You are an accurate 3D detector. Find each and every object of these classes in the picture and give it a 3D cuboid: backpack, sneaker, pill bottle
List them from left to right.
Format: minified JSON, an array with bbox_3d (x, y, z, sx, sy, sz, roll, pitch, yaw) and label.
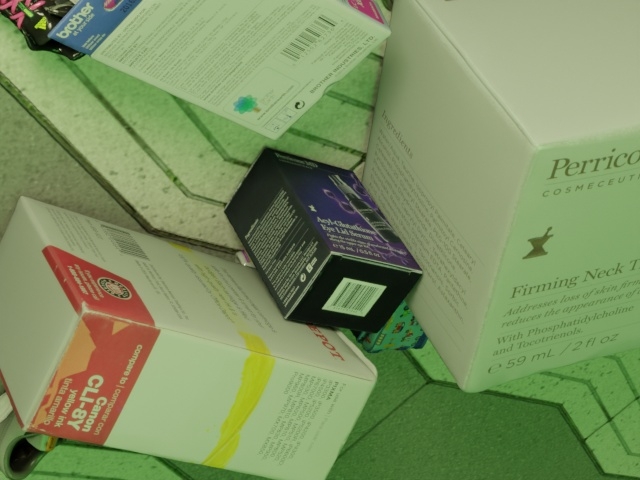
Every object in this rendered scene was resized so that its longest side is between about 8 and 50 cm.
[{"bbox_3d":[-0.283,-0.229,1.282,0.063,0.074,0.170,-42,139,14],"label":"sneaker"},{"bbox_3d":[-0.335,0.199,1.684,0.100,0.108,0.271,18,120,-40],"label":"sneaker"},{"bbox_3d":[-0.066,0.025,1.712,0.083,0.043,0.043,-16,139,-16],"label":"pill bottle"},{"bbox_3d":[0.130,0.075,1.832,0.173,0.117,0.158,1,133,-36],"label":"backpack"}]

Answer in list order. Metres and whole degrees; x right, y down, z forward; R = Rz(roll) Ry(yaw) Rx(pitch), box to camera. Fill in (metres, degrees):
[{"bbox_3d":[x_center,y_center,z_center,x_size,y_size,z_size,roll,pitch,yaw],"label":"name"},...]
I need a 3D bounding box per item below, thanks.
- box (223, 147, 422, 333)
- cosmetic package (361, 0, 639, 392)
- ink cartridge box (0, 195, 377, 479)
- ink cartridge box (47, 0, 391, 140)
[{"bbox_3d":[0.000,0.000,1.597,0.153,0.207,0.108,12,124,-40],"label":"box"},{"bbox_3d":[0.270,-0.089,1.575,0.330,0.327,0.393,-12,137,-20],"label":"cosmetic package"},{"bbox_3d":[-0.168,0.120,1.509,0.385,0.279,0.160,18,106,-33],"label":"ink cartridge box"},{"bbox_3d":[-0.098,-0.219,1.304,0.186,0.065,0.311,-41,142,27],"label":"ink cartridge box"}]
